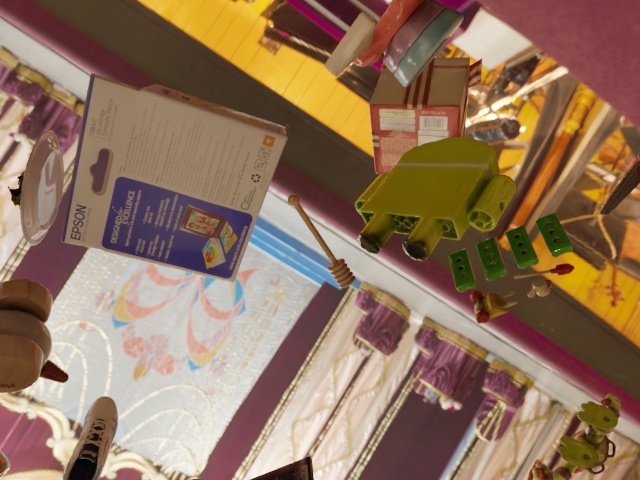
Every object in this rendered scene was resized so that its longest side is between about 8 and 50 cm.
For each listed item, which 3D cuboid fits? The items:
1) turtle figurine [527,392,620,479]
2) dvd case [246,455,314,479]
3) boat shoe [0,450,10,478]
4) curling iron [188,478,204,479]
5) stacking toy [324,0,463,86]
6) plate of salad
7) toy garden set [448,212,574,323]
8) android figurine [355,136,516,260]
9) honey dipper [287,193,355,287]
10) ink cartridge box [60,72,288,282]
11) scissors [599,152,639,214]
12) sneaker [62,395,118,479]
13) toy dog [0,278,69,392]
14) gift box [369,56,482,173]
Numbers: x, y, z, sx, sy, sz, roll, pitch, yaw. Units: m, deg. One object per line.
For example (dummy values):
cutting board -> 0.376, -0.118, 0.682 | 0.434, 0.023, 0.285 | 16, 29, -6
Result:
turtle figurine -> 0.462, 0.373, 0.905 | 0.087, 0.269, 0.217 | 46, 177, 35
dvd case -> -0.108, 0.496, 0.909 | 0.164, 0.221, 0.018 | -101, -16, -59
boat shoe -> -0.452, 0.327, 0.595 | 0.110, 0.341, 0.121 | 39, -148, 3
curling iron -> -0.180, 0.499, 0.782 | 0.035, 0.274, 0.068 | 1, -175, 45
stacking toy -> 0.166, -0.312, 0.676 | 0.130, 0.279, 0.309 | 41, 134, 0
plate of salad -> -0.485, -0.091, 0.873 | 0.048, 0.199, 0.200 | 10, -179, -13
toy garden set -> 0.408, 0.067, 1.075 | 0.049, 0.244, 0.203 | 52, -155, -32
android figurine -> 0.177, -0.078, 0.809 | 0.248, 0.273, 0.056 | 7, 136, 41
honey dipper -> 0.000, 0.000, 0.753 | 0.160, 0.030, 0.030 | 57, 168, -17
ink cartridge box -> -0.250, -0.096, 0.873 | 0.307, 0.303, 0.072 | 17, -154, -16
scissors -> 0.422, -0.104, 0.674 | 0.297, 0.109, 0.021 | -14, -172, -38
sneaker -> -0.531, 0.479, 1.196 | 0.085, 0.237, 0.086 | 21, 139, -20
toy dog -> -0.505, 0.187, 0.722 | 0.334, 0.220, 0.161 | -8, 130, 16
gift box -> 0.273, -0.344, 1.321 | 0.255, 0.258, 0.276 | 9, 138, 13
